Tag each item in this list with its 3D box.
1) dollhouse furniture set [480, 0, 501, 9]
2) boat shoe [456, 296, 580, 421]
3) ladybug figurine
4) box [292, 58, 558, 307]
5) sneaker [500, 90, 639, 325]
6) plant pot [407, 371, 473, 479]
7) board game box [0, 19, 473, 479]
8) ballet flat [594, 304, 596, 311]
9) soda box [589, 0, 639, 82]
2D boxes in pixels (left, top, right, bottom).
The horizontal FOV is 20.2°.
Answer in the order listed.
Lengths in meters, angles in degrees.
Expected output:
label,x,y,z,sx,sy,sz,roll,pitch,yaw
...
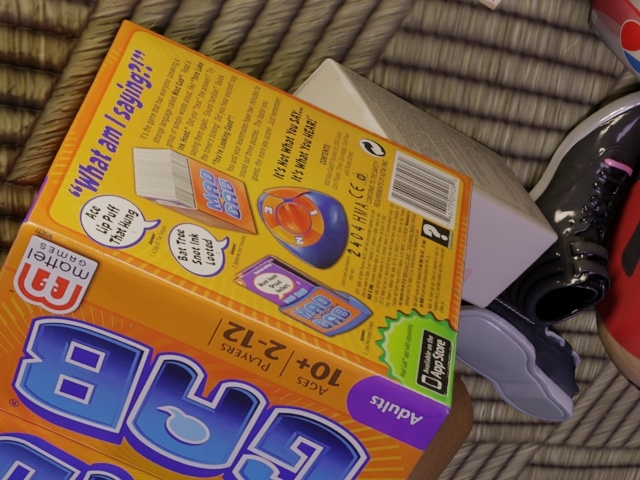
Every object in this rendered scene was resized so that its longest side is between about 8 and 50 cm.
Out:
label,x,y,z,sx,sy,sz,roll,pitch,yaw
dollhouse furniture set,0.146,-0.340,1.641,0.161,0.101,0.182,31,113,-23
boat shoe,0.233,0.122,2.183,0.114,0.091,0.302,3,154,26
ladybug figurine,0.438,-0.002,2.042,0.162,0.305,0.449,8,121,-17
box,0.093,-0.052,1.845,0.121,0.148,0.311,-46,140,17
sneaker,0.307,-0.024,2.026,0.105,0.147,0.295,22,115,-45
plant pot,0.048,0.230,2.082,0.254,0.237,0.237,-26,145,-34
board game box,-0.110,0.094,1.574,0.356,0.356,0.356,25,122,-7
ballet flat,0.359,0.063,2.238,0.206,0.073,0.067,30,83,-52
soda box,0.378,-0.183,1.806,0.092,0.263,0.083,-19,139,-18
